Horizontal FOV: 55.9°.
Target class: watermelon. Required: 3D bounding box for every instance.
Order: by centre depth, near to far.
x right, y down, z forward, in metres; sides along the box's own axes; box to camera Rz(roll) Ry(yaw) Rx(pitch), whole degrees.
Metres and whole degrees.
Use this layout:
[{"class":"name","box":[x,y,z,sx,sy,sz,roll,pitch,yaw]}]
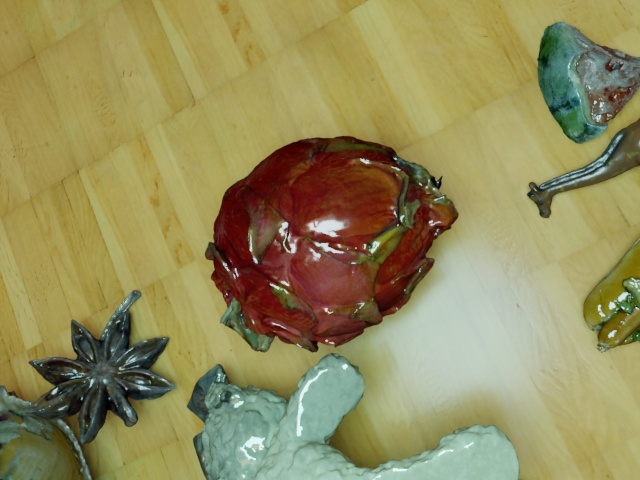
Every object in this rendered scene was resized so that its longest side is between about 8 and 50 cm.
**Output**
[{"class":"watermelon","box":[0.382,-0.237,0.836,0.139,0.071,0.187,-13,80,9]}]

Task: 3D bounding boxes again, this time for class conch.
[{"class":"conch","box":[-0.492,0.387,0.933,0.352,0.210,0.297,27,80,-5]}]

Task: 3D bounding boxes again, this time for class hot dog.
[{"class":"hot dog","box":[0.446,0.041,0.775,0.109,0.072,0.269,41,95,0]}]

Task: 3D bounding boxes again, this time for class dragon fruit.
[{"class":"dragon fruit","box":[0.000,0.000,0.806,0.342,0.277,0.277,-44,75,8]}]

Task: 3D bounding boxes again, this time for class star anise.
[{"class":"star anise","box":[-0.334,0.199,0.944,0.230,0.081,0.263,5,49,2]}]

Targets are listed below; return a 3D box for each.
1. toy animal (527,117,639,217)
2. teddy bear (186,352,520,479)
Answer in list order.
[{"class":"toy animal","box":[0.420,-0.108,0.806,0.229,0.066,0.224,16,116,2]},{"class":"teddy bear","box":[0.014,0.291,0.810,0.375,0.362,0.328,-9,105,-10]}]
